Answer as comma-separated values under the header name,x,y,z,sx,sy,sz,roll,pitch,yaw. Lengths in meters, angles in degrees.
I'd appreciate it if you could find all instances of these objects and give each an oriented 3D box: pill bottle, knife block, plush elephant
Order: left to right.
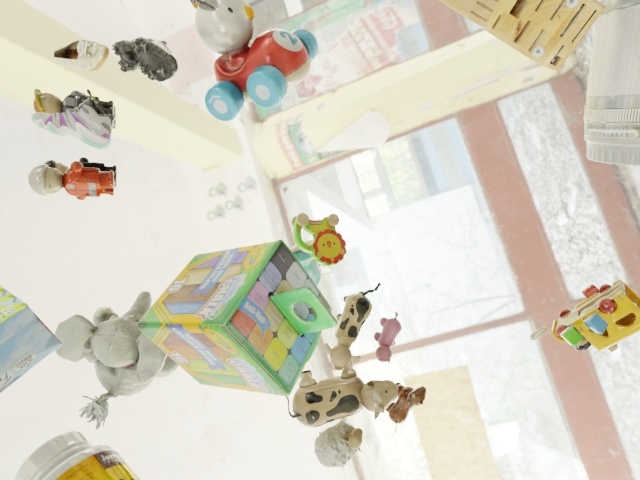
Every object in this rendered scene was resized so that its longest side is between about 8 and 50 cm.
name,x,y,z,sx,sy,sz,roll,pitch,yaw
pill bottle,-0.256,0.326,0.507,0.215,0.117,0.117,33,178,23
plush elephant,-0.473,0.247,1.070,0.330,0.272,0.255,-79,12,-53
knife block,0.295,-0.375,0.659,0.276,0.088,0.242,44,-135,18

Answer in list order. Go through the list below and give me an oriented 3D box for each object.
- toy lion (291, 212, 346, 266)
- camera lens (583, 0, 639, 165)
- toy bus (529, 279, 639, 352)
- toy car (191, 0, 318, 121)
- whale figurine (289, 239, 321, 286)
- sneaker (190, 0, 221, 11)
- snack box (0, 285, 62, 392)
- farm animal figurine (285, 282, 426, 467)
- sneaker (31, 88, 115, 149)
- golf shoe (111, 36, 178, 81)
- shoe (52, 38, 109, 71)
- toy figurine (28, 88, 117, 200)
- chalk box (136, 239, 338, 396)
name,x,y,z,sx,sy,sz,roll,pitch,yaw
toy lion,0.000,0.000,0.796,0.034,0.100,0.096,-22,70,61
camera lens,0.542,-0.264,0.678,0.219,0.220,0.274,-64,-27,-71
toy bus,0.576,0.177,0.911,0.104,0.191,0.202,49,170,11
toy car,-0.151,-0.399,0.850,0.238,0.210,0.219,60,-142,-35
whale figurine,-0.063,0.093,1.323,0.141,0.216,0.272,63,157,14
sneaker,-0.191,-0.393,0.542,0.208,0.094,0.081,38,174,-24
snack box,-0.411,0.119,0.465,0.174,0.207,0.070,-45,-46,-34
farm animal figurine,0.071,0.306,0.957,0.330,0.327,0.172,59,-179,-5
sneaker,-0.322,-0.169,0.581,0.038,0.098,0.069,-124,54,-69
golf shoe,-0.319,-0.362,0.851,0.094,0.198,0.077,-33,-44,-35
shoe,-0.679,-0.524,1.243,0.058,0.219,0.076,14,-93,-57
toy figurine,-0.491,-0.191,0.877,0.213,0.148,0.209,-145,58,-63
chalk box,-0.083,0.094,0.529,0.132,0.213,0.132,56,-135,-28
